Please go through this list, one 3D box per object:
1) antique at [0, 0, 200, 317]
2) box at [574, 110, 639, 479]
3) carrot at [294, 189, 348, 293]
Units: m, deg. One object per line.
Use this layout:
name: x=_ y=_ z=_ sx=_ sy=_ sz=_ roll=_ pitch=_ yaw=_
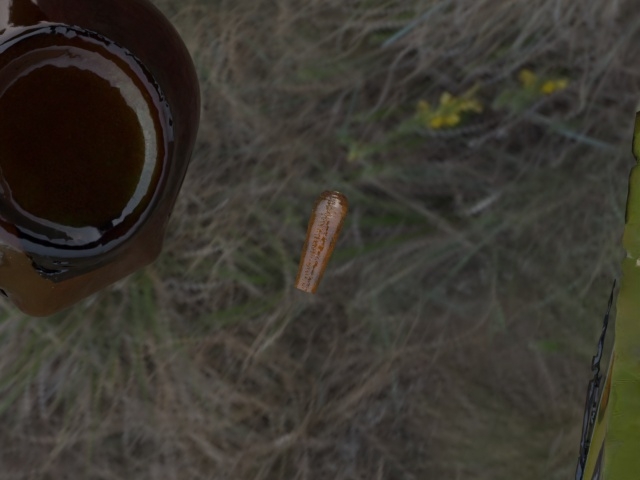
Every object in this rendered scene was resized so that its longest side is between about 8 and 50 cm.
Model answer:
antique: x=-0.182 y=-0.078 z=0.969 sx=0.129 sy=0.223 sz=0.278 roll=35 pitch=143 yaw=48
box: x=0.150 y=0.221 z=0.598 sx=0.138 sy=0.420 sz=0.373 roll=8 pitch=136 yaw=10
carrot: x=0.000 y=0.000 z=1.374 sx=0.032 sy=0.032 sz=0.093 roll=19 pitch=89 yaw=8
